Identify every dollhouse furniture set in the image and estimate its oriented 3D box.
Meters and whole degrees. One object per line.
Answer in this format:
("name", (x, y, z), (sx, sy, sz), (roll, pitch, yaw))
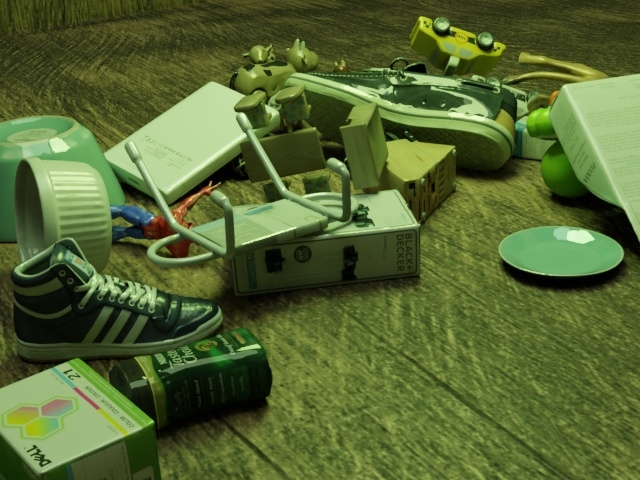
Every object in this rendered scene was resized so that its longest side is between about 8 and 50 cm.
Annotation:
("dollhouse furniture set", (-0.019, -0.147, 1.683), (0.242, 0.212, 0.161), (-10, 20, 14))

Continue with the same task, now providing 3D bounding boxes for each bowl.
("bowl", (-0.529, -0.131, 1.836), (0.311, 0.163, 0.311), (-4, 23, 1))

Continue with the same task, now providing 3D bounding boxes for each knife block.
("knife block", (0.117, -0.126, 1.823), (0.242, 0.088, 0.276), (7, 26, 25))

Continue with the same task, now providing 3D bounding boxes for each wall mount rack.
("wall mount rack", (-0.125, -0.081, 1.482), (0.350, 0.130, 0.304), (-18, 27, -31))

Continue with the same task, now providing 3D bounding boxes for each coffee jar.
("coffee jar", (-0.158, 0.169, 1.194), (0.184, 0.079, 0.096), (-14, 26, -23))

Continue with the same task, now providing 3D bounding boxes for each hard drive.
("hard drive", (-0.258, -0.200, 1.967), (0.203, 0.040, 0.307), (28, 53, 32))

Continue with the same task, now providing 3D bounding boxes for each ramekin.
("ramekin", (-0.401, -0.028, 1.539), (0.109, 0.207, 0.207), (-6, 22, -28))

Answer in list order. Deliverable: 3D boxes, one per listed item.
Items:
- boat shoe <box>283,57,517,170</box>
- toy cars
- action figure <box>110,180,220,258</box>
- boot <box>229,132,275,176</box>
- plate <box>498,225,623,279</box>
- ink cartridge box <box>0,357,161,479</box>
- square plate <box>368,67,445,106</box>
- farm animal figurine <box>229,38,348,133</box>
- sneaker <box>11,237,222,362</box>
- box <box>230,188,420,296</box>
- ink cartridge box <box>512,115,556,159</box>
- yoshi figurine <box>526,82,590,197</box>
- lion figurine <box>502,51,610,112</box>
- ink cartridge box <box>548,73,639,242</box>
("boat shoe", (0.162, -0.269, 1.990), (0.500, 0.187, 0.156), (14, 62, 24))
("toy cars", (0.330, -0.324, 2.047), (0.176, 0.394, 0.087), (-2, 62, 43))
("action figure", (-0.270, -0.043, 1.678), (0.280, 0.091, 0.139), (14, 38, 36))
("boot", (-0.199, -0.192, 2.029), (0.263, 0.091, 0.229), (-20, 35, -19))
("plate", (0.369, 0.024, 1.523), (0.188, 0.024, 0.188), (-2, 24, 1))
("ink cartridge box", (-0.322, 0.240, 1.031), (0.255, 0.097, 0.189), (-20, 28, -34))
("square plate", (0.208, -0.313, 2.222), (0.344, 0.049, 0.347), (15, 29, 16))
("farm animal figurine", (-0.095, -0.390, 2.355), (0.330, 0.172, 0.327), (16, 30, 37))
("sneaker", (-0.278, 0.074, 1.336), (0.282, 0.153, 0.099), (-6, 24, -6))
("box", (0.000, 0.000, 1.550), (0.290, 0.087, 0.169), (-7, 24, -7))
("ink cartridge box", (0.474, -0.200, 1.974), (0.180, 0.060, 0.104), (11, 26, 31))
("yoshi figurine", (0.538, -0.153, 1.788), (0.362, 0.203, 0.203), (3, 56, -15))
("lion figurine", (0.566, -0.283, 1.977), (0.392, 0.142, 0.240), (-2, 15, -43))
("ink cartridge box", (0.584, -0.103, 1.595), (0.308, 0.091, 0.385), (-9, 61, -13))
